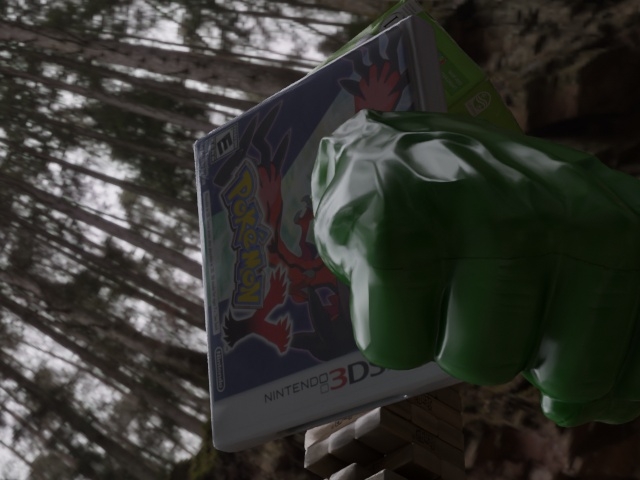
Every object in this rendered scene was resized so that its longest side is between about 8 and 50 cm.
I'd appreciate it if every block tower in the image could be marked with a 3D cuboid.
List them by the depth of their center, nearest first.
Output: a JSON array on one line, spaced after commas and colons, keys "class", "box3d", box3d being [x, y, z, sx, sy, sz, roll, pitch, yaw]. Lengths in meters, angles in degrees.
[{"class": "block tower", "box3d": [0.048, 0.182, 0.783, 0.097, 0.091, 0.335, 32, -140, -27]}]

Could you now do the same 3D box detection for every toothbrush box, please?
[{"class": "toothbrush box", "box3d": [0.046, -0.096, 1.139, 0.283, 0.206, 0.122, -37, -50, 5]}]

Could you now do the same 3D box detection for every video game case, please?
[{"class": "video game case", "box3d": [0.000, 0.000, 0.600, 0.023, 0.183, 0.201, 18, -123, -44]}]

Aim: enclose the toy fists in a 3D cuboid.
[{"class": "toy fists", "box3d": [0.131, 0.018, 0.421, 0.279, 0.142, 0.096, 10, -78, -19]}]
